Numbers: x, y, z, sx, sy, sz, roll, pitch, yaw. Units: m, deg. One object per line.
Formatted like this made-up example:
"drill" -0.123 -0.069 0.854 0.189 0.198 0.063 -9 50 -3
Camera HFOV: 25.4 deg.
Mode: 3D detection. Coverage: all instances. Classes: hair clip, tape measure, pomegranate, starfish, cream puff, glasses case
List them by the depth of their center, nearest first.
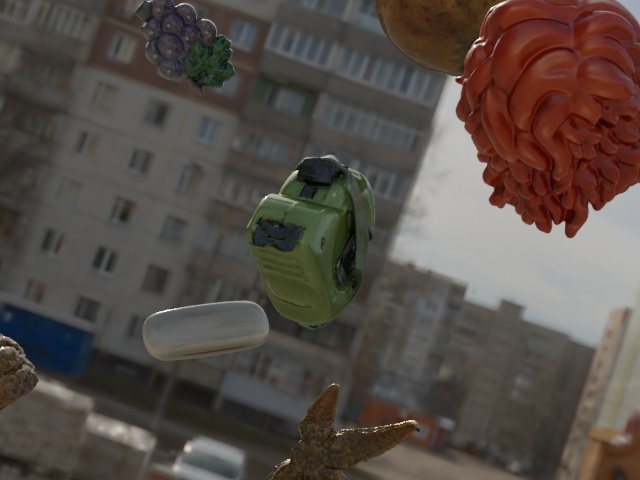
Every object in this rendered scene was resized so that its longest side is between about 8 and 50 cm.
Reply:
"tape measure" 0.000 0.000 1.538 0.106 0.175 0.200 13 -33 23
"starfish" 0.010 0.302 1.796 0.138 0.247 0.050 30 12 6
"cream puff" -0.476 0.158 1.809 0.169 0.183 0.183 60 -13 -6
"glasses case" -0.174 0.137 2.158 0.197 0.076 0.049 -7 -31 -22
"hair clip" -0.229 -0.324 2.368 0.195 0.124 0.052 37 -1 -9
"pomegranate" 0.252 -0.434 2.489 0.322 0.322 0.322 19 -6 2

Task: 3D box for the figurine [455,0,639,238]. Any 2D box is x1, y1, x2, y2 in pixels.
"figurine" 0.298 -0.184 1.755 0.241 0.306 0.412 9 20 12
